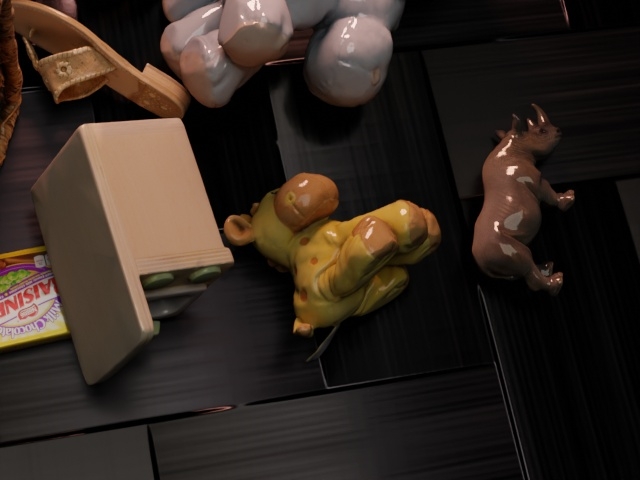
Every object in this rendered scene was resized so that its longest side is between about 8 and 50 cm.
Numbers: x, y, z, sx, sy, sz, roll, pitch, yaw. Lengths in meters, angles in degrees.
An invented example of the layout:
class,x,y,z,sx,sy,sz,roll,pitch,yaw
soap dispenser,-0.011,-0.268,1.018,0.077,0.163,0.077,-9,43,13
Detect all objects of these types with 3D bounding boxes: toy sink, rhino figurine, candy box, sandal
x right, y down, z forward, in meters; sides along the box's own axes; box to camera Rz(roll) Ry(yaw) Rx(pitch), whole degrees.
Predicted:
class,x,y,z,sx,sy,sz,roll,pitch,yaw
toy sink,-0.189,0.012,1.438,0.131,0.153,0.234,-7,69,-35
rhino figurine,0.236,-0.055,1.601,0.106,0.073,0.243,15,67,-8
candy box,-0.341,0.068,1.471,0.206,0.027,0.105,-12,75,-15
sandal,-0.267,-0.182,1.544,0.240,0.088,0.079,28,65,-6

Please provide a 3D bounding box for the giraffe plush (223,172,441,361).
class,x,y,z,sx,sy,sz,roll,pitch,yaw
giraffe plush,0.000,0.000,1.509,0.210,0.181,0.170,-46,71,13

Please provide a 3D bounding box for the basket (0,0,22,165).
class,x,y,z,sx,sy,sz,roll,pitch,yaw
basket,-0.381,-0.093,1.374,0.223,0.299,0.213,-17,75,-16

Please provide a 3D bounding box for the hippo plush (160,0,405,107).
class,x,y,z,sx,sy,sz,roll,pitch,yaw
hippo plush,-0.032,-0.267,1.587,0.236,0.234,0.294,17,71,-32
